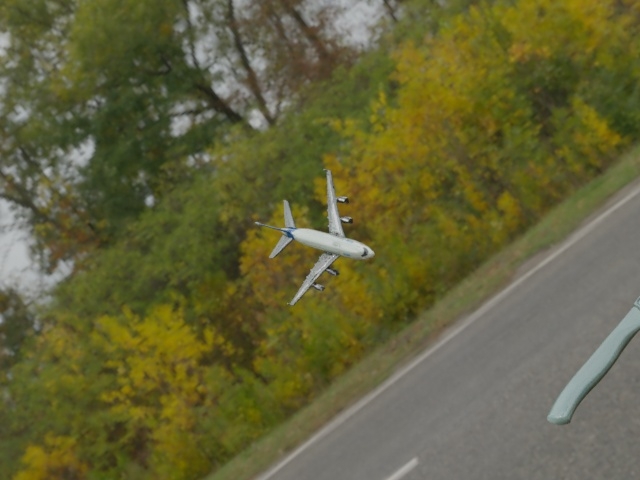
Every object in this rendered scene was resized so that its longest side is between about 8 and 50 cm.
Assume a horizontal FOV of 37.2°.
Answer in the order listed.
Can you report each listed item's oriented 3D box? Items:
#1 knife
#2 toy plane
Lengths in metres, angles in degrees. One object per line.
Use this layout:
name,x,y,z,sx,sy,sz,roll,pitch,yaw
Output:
knife,0.243,0.058,0.726,0.210,0.015,0.028,-51,5,-1
toy plane,0.001,0.000,0.516,0.024,0.084,0.078,16,-91,-49
